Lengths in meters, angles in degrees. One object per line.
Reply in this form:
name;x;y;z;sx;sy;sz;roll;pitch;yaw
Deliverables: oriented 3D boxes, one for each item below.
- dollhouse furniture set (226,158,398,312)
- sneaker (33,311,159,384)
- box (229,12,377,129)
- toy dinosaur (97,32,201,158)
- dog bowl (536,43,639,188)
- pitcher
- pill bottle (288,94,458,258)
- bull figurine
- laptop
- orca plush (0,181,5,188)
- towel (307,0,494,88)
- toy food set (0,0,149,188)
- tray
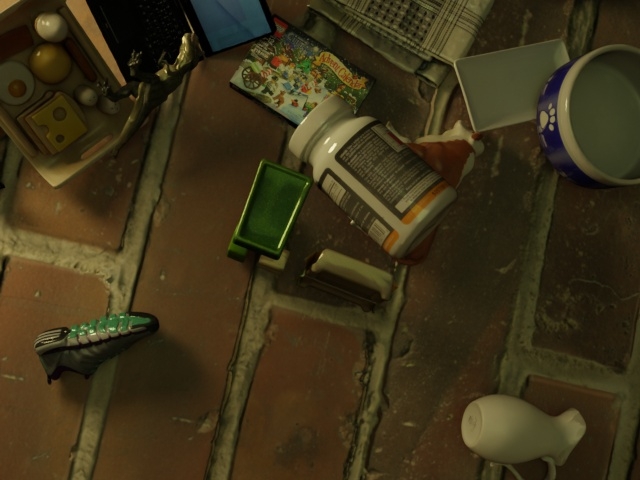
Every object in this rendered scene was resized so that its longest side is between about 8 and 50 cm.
dollhouse furniture set;0.000;0.000;1.531;0.302;0.197;0.151;22;76;-4
sneaker;-0.397;0.195;1.542;0.224;0.083;0.098;-11;108;-2
box;-0.033;-0.299;1.616;0.233;0.044;0.159;32;84;-3
toy dinosaur;-0.314;-0.266;1.494;0.268;0.118;0.064;-49;49;6
dog bowl;0.549;-0.231;1.616;0.265;0.104;0.264;1;87;-20
pitcher;0.367;0.380;1.588;0.207;0.125;0.177;12;101;-16
pill bottle;0.088;-0.113;1.474;0.162;0.162;0.278;-44;79;-7
bull figurine;0.182;-0.112;1.601;0.188;0.101;0.310;23;78;3
laptop;-0.250;-0.417;1.509;0.264;0.137;0.234;-37;117;-29
orca plush;-0.592;-0.232;1.526;0.102;0.151;0.287;-10;84;-38
towel;0.182;-0.498;1.646;0.312;0.056;0.324;31;85;-4
toy food set;-0.460;-0.265;1.467;0.220;0.092;0.306;-42;127;-16
tray;0.378;-0.297;1.635;0.270;0.030;0.145;-16;89;-25
